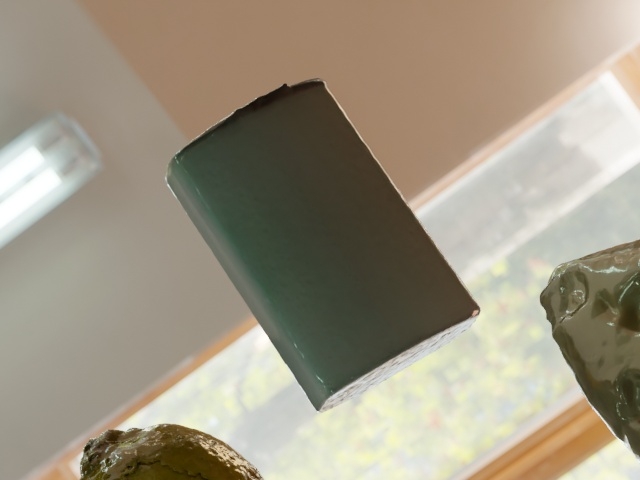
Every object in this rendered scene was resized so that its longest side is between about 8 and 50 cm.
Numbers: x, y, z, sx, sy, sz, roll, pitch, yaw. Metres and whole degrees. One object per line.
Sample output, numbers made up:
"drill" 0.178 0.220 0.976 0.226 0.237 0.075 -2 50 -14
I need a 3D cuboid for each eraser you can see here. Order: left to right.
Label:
"eraser" 0.000 0.000 1.717 0.290 0.189 0.104 56 155 14

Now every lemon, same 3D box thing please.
"lemon" -0.154 0.303 1.921 0.260 0.204 0.204 40 -171 -1

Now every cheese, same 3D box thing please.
"cheese" 0.318 0.093 1.362 0.173 0.251 0.248 11 -124 -44
